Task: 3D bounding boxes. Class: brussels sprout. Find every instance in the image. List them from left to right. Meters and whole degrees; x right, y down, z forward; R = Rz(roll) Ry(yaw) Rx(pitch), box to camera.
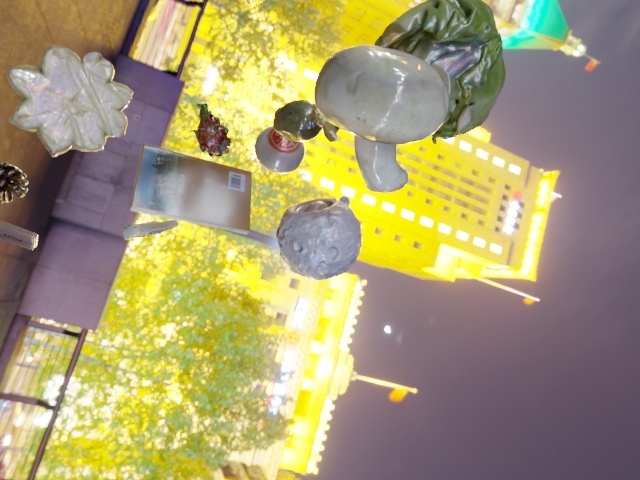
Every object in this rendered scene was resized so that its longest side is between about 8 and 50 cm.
[{"bbox_3d":[0.390,-0.553,1.431,0.343,0.425,0.361,8,-132,36],"label":"brussels sprout"}]

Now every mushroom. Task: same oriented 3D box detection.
[{"bbox_3d":[0.165,-0.315,1.081,0.315,0.356,0.315,-41,-165,13],"label":"mushroom"}]

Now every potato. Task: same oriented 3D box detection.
[{"bbox_3d":[-0.092,-0.493,1.899,0.160,0.235,0.177,-49,135,-49],"label":"potato"}]

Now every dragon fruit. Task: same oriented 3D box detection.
[{"bbox_3d":[-0.445,-0.436,1.819,0.137,0.235,0.135,-33,-176,-25],"label":"dragon fruit"}]

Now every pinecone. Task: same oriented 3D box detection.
[{"bbox_3d":[-1.184,-0.218,1.687,0.179,0.195,0.149,132,-24,-65],"label":"pinecone"}]

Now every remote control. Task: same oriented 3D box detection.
[{"bbox_3d":[-0.648,-0.047,1.752,0.090,0.049,0.230,-21,180,23],"label":"remote control"}]

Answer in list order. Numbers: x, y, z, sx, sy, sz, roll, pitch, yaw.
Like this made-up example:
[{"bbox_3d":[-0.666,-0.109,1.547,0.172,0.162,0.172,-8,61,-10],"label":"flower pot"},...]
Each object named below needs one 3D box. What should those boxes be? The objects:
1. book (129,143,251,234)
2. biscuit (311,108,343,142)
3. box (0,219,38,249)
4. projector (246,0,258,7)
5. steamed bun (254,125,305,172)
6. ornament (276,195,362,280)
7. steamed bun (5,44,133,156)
[{"bbox_3d":[-0.409,-0.169,1.510,0.028,0.374,0.262,132,-37,-50],"label":"book"},{"bbox_3d":[0.055,-0.480,1.746,0.035,0.158,0.240,-18,-151,41],"label":"biscuit"},{"bbox_3d":[-0.794,-0.016,1.186,0.025,0.115,0.048,-84,-160,-55],"label":"box"},{"bbox_3d":[-0.184,-1.024,1.425,0.395,0.405,0.242,-28,-163,8],"label":"projector"},{"bbox_3d":[-0.213,-0.510,2.500,0.177,0.283,0.282,126,-24,-59],"label":"steamed bun"},{"bbox_3d":[0.000,0.000,1.781,0.337,0.337,0.336,-161,-90,-72],"label":"ornament"},{"bbox_3d":[-0.672,-0.366,1.227,0.137,0.292,0.295,26,-80,56],"label":"steamed bun"}]
